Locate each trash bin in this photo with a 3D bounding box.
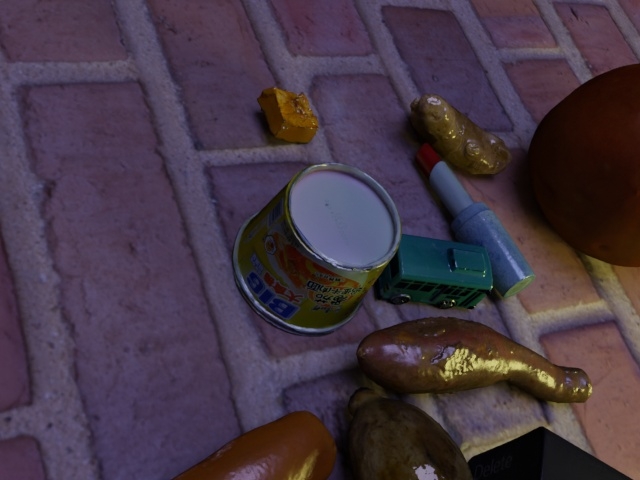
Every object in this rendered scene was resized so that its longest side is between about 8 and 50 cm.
[{"bbox_3d":[0.309,0.340,0.989,0.226,0.165,0.115,27,52,-12],"label":"trash bin"}]

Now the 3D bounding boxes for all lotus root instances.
[{"bbox_3d":[0.097,0.263,0.960,0.138,0.138,0.214,-18,59,-33],"label":"lotus root"}]

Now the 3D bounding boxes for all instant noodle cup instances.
[{"bbox_3d":[0.000,0.000,1.053,0.205,0.153,0.205,12,55,-18],"label":"instant noodle cup"}]

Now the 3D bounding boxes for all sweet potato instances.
[{"bbox_3d":[0.207,0.161,1.092,0.385,0.109,0.109,9,57,-28],"label":"sweet potato"}]

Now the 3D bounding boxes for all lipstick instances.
[{"bbox_3d":[0.226,-0.038,1.242,0.061,0.068,0.274,-8,57,-44],"label":"lipstick"}]

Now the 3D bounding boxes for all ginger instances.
[{"bbox_3d":[0.211,-0.172,1.311,0.205,0.115,0.081,37,66,-29],"label":"ginger"}]

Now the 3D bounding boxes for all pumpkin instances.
[{"bbox_3d":[-0.050,-0.183,1.204,0.083,0.054,0.074,3,61,-50],"label":"pumpkin"}]

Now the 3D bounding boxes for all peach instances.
[{"bbox_3d":[0.517,-0.128,1.290,0.343,0.301,0.342,12,56,-18],"label":"peach"}]

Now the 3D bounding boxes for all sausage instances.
[{"bbox_3d":[-0.083,0.266,0.887,0.238,0.098,0.098,-25,74,-33],"label":"sausage"}]

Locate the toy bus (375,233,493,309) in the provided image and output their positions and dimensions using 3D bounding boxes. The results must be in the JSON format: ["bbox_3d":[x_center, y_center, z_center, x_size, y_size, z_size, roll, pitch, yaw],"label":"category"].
[{"bbox_3d":[0.163,0.044,1.143,0.160,0.092,0.079,9,59,-21],"label":"toy bus"}]
